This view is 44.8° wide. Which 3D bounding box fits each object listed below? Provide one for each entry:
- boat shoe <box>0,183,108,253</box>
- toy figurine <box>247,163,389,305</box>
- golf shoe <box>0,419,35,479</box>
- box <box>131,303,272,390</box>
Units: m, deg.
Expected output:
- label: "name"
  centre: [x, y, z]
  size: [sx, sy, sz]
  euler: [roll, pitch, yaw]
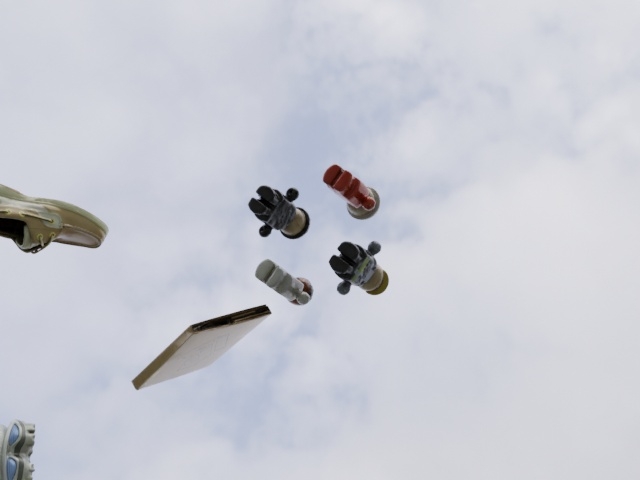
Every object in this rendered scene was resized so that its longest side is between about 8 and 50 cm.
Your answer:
- label: "boat shoe"
  centre: [-0.254, -0.012, 0.680]
  size: [0.135, 0.045, 0.050]
  euler: [17, -35, -26]
- label: "toy figurine"
  centre: [0.000, 0.000, 1.269]
  size: [0.213, 0.210, 0.148]
  euler: [-16, -24, 19]
- label: "golf shoe"
  centre: [-0.244, 0.205, 0.534]
  size: [0.086, 0.176, 0.069]
  euler: [7, -54, -24]
- label: "box"
  centre: [-0.193, 0.173, 1.258]
  size: [0.201, 0.164, 0.021]
  euler: [-41, -109, 38]
